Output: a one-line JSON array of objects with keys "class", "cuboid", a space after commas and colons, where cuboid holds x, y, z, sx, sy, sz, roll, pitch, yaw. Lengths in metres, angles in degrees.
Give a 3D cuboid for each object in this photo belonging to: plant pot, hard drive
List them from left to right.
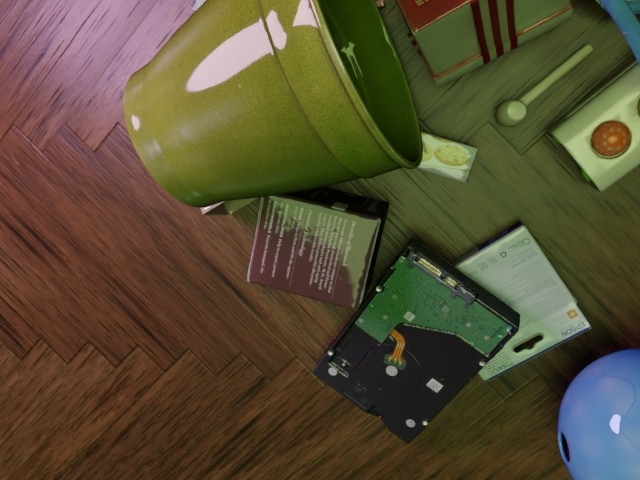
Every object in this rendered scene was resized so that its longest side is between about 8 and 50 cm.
[{"class": "plant pot", "cuboid": [-0.173, -0.114, 1.097, 0.109, 0.109, 0.096, -30, 83, 17]}, {"class": "plant pot", "cuboid": [-0.083, -0.214, 0.878, 0.352, 0.366, 0.367, -21, 98, 22]}, {"class": "hard drive", "cuboid": [0.165, 0.192, 1.083, 0.236, 0.064, 0.339, 35, 120, 5]}]

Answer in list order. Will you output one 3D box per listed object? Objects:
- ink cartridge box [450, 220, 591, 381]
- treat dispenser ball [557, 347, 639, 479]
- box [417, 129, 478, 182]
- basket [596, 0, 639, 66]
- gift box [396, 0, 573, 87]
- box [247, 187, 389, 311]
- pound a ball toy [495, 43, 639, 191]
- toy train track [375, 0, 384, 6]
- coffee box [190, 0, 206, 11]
[{"class": "ink cartridge box", "cuboid": [0.330, 0.114, 1.071, 0.223, 0.045, 0.224, -33, 96, 18]}, {"class": "treat dispenser ball", "cuboid": [0.536, 0.319, 0.951, 0.288, 0.288, 0.288, 3, 104, 11]}, {"class": "box", "cuboid": [0.111, -0.179, 1.037, 0.323, 0.063, 0.067, 19, 104, 7]}, {"class": "basket", "cuboid": [0.435, -0.389, 0.781, 0.201, 0.254, 0.289, 7, 73, 47]}, {"class": "gift box", "cuboid": [0.217, -0.418, 0.865, 0.255, 0.258, 0.277, -20, 79, 18]}, {"class": "box", "cuboid": [0.000, 0.000, 1.049, 0.203, 0.168, 0.167, 14, 105, 8]}, {"class": "pound a ball toy", "cuboid": [0.462, -0.225, 0.915, 0.319, 0.136, 0.208, -39, 93, 17]}, {"class": "toy train track", "cuboid": [0.069, -0.404, 1.019, 0.083, 0.014, 0.048, -2, 110, 18]}, {"class": "coffee box", "cuboid": [-0.131, -0.402, 0.972, 0.040, 0.184, 0.113, 37, 109, 10]}]
